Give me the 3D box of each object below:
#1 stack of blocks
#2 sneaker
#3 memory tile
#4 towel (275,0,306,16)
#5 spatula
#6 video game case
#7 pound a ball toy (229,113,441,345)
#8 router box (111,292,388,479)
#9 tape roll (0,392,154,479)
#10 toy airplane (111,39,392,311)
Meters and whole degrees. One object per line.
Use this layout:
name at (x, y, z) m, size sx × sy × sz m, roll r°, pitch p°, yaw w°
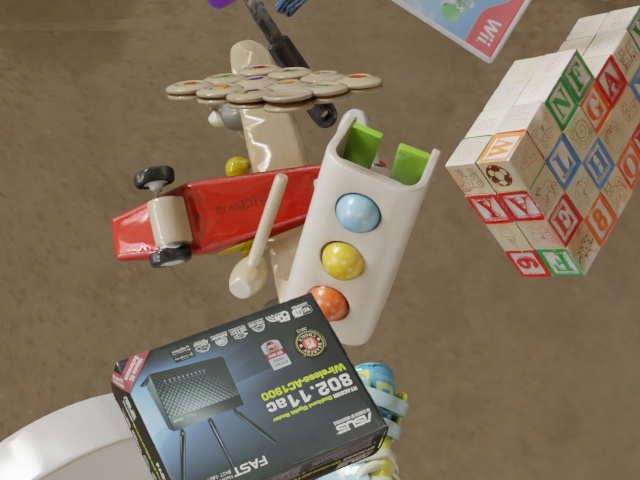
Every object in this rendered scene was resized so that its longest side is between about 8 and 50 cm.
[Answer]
stack of blocks at (0.277, -0.125, 1.414) m, size 0.171 × 0.087 × 0.297 m, roll 52°, pitch 57°, yaw -27°
sneaker at (0.058, 0.259, 1.492) m, size 0.127 × 0.319 × 0.208 m, roll 30°, pitch 91°, yaw -41°
memory tile at (-0.036, -0.116, 0.975) m, size 0.113 × 0.148 × 0.012 m, roll -20°, pitch 113°, yaw -41°
towel at (-0.017, -0.326, 1.576) m, size 0.029 × 0.067 × 0.119 m, roll 38°, pitch 43°, yaw -17°
spatula at (-0.054, -0.227, 1.381) m, size 0.084 × 0.030 × 0.296 m, roll -37°, pitch 130°, yaw -2°
video game case at (0.115, -0.345, 1.431) m, size 0.285 × 0.204 × 0.025 m, roll 34°, pitch 48°, yaw 4°
pound a ball toy at (0.000, 0.000, 1.626) m, size 0.208 × 0.136 × 0.319 m, roll 23°, pitch 132°, yaw 5°
router box at (-0.039, 0.091, 0.693) m, size 0.122 × 0.038 × 0.092 m, roll -20°, pitch 62°, yaw -22°
tape roll at (-0.269, 0.333, 1.456) m, size 0.392 × 0.072 × 0.392 m, roll -26°, pitch 142°, yaw -22°
toy airplane at (-0.064, -0.051, 1.904) m, size 0.384 × 0.272 × 0.386 m, roll 32°, pitch 86°, yaw 8°
